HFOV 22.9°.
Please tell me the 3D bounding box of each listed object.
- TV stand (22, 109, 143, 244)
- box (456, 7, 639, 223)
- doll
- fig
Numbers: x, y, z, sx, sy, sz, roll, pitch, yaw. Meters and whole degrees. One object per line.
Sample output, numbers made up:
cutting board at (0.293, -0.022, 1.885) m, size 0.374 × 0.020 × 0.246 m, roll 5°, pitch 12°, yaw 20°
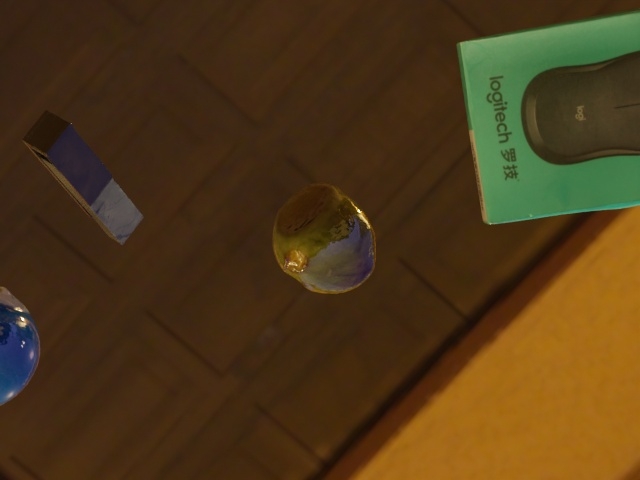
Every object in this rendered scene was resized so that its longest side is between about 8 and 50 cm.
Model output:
TV stand at (-0.281, -0.071, 1.904) m, size 0.049 × 0.040 × 0.256 m, roll -55°, pitch 154°, yaw -12°
box at (0.310, -0.137, 1.654) m, size 0.311 × 0.205 × 0.118 m, roll -8°, pitch -173°, yaw 9°
doll at (-0.458, 0.111, 1.874) m, size 0.215 × 0.257 × 0.161 m, roll -31°, pitch -126°, yaw 23°
fig at (0.000, 0.000, 2.155) m, size 0.144 × 0.154 × 0.166 m, roll -2°, pitch -172°, yaw 19°
